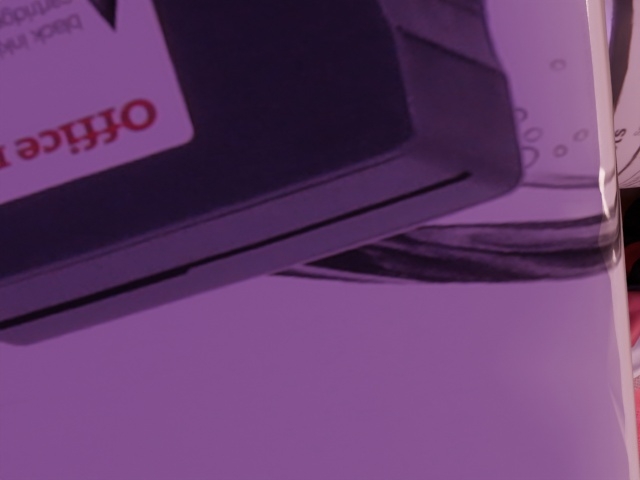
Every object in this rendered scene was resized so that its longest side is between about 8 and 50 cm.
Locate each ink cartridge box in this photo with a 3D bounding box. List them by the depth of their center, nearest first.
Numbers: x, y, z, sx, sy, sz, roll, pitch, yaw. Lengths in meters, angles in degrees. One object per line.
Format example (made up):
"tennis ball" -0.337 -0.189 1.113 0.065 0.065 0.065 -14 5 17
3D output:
"ink cartridge box" -0.075 -0.064 0.422 0.286 0.166 0.394 -7 129 8

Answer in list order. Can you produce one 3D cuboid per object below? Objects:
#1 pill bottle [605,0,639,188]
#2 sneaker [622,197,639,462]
"pill bottle" 0.126 -0.101 0.694 0.279 0.162 0.162 -4 121 -19
"sneaker" 0.149 0.082 0.824 0.314 0.116 0.136 -35 109 0
